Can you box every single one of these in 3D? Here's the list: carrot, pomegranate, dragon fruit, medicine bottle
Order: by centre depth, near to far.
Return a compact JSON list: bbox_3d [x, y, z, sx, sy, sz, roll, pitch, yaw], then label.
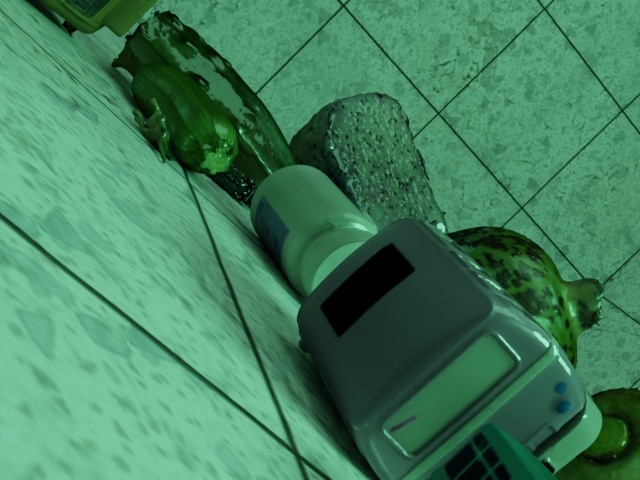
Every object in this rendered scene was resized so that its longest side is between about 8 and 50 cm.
[{"bbox_3d":[0.000,0.000,0.934,0.103,0.103,0.186,43,5,-34],"label":"medicine bottle"},{"bbox_3d":[0.223,0.104,1.141,0.254,0.271,0.254,-9,90,-71],"label":"pomegranate"},{"bbox_3d":[0.462,0.361,1.280,0.340,0.224,0.224,51,0,-33],"label":"carrot"},{"bbox_3d":[0.032,-0.058,1.324,0.221,0.204,0.283,-6,71,-50],"label":"dragon fruit"}]

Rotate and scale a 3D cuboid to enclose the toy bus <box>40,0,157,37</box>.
[{"bbox_3d":[-0.324,-0.377,0.968,0.202,0.177,0.365,52,10,32],"label":"toy bus"}]

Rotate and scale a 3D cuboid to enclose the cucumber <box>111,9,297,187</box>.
[{"bbox_3d":[-0.117,-0.158,1.169,0.325,0.105,0.145,49,-29,-5],"label":"cucumber"}]

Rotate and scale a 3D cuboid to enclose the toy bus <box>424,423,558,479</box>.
[{"bbox_3d":[0.093,0.153,0.400,0.079,0.092,0.160,44,4,-9],"label":"toy bus"}]

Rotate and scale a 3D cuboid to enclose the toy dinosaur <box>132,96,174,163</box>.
[{"bbox_3d":[-0.159,-0.102,0.914,0.119,0.029,0.060,54,-8,51],"label":"toy dinosaur"}]

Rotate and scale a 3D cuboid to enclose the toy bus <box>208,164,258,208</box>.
[{"bbox_3d":[-0.117,-0.083,1.102,0.110,0.031,0.043,42,-2,-36],"label":"toy bus"}]

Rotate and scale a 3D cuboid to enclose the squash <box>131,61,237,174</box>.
[{"bbox_3d":[-0.151,-0.138,1.019,0.077,0.068,0.219,16,24,-40],"label":"squash"}]

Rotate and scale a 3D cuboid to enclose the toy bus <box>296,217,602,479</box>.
[{"bbox_3d":[0.077,0.080,0.623,0.142,0.142,0.202,44,5,-26],"label":"toy bus"}]
